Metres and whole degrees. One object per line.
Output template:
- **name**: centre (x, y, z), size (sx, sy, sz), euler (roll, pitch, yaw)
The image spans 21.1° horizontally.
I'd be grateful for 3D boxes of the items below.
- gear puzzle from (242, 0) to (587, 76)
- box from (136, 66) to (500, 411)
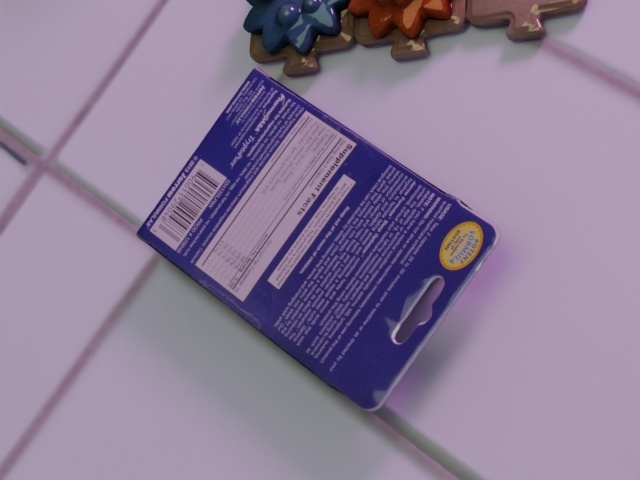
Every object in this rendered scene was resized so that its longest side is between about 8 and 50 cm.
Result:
- **gear puzzle**: centre (0.097, -0.209, 1.087), size (0.339, 0.044, 0.175), euler (-6, 67, 27)
- **box**: centre (0.000, 0.000, 1.061), size (0.225, 0.036, 0.136), euler (36, 90, 36)
